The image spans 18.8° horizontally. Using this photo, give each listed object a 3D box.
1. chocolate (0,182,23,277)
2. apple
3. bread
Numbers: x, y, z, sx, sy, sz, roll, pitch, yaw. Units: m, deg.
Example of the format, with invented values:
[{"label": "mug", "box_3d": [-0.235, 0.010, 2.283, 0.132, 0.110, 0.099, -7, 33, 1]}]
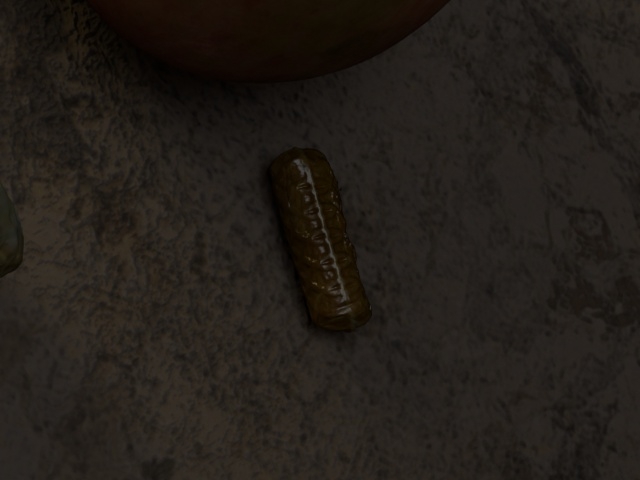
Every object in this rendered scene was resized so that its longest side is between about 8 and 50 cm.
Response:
[{"label": "chocolate", "box_3d": [-0.348, -0.012, 1.313, 0.309, 0.134, 0.134, 0, 77, -30]}, {"label": "apple", "box_3d": [-0.033, -0.300, 1.459, 0.364, 0.364, 0.364, 8, 72, -28]}, {"label": "bread", "box_3d": [0.000, 0.000, 1.561, 0.052, 0.044, 0.157, -13, 84, -35]}]
